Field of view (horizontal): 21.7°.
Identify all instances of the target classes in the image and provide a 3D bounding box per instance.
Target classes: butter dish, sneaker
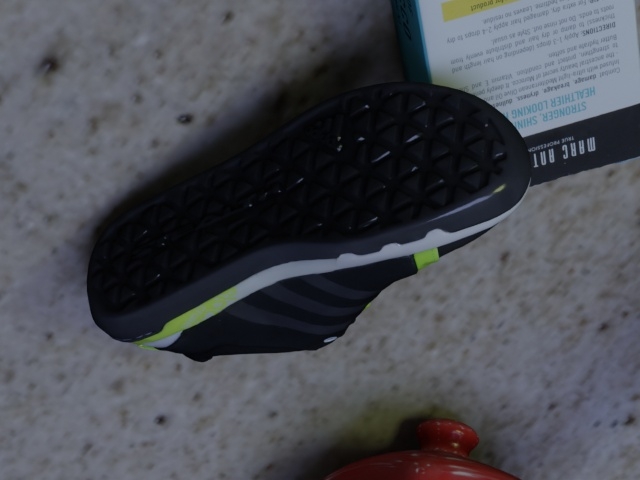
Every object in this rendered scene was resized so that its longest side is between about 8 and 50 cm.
[{"bbox_3d":[0.062,0.153,0.894,0.160,0.118,0.160,20,155,-29],"label":"butter dish"},{"bbox_3d":[0.000,0.000,0.776,0.235,0.084,0.097,-18,146,28],"label":"sneaker"}]

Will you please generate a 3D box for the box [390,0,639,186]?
[{"bbox_3d":[0.079,-0.138,0.737,0.100,0.060,0.244,-16,125,-5],"label":"box"}]
